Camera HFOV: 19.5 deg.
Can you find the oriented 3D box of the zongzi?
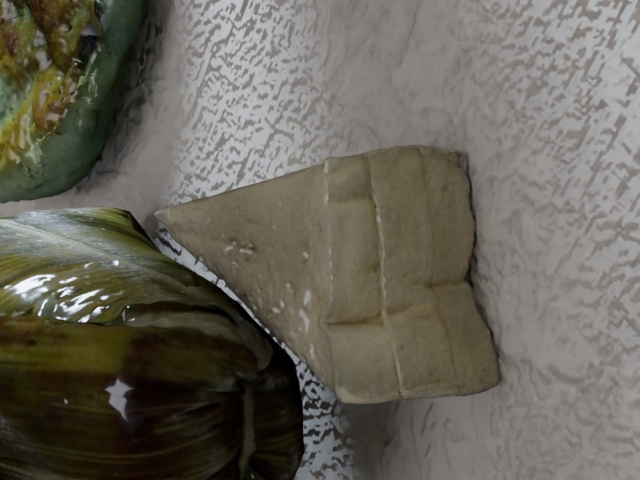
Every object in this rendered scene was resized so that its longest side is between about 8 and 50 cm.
[{"bbox_3d":[-0.176,0.064,0.840,0.286,0.288,0.134,-160,70,-66],"label":"zongzi"}]

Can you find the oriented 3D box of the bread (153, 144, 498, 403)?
[{"bbox_3d":[-0.002,0.021,0.800,0.152,0.077,0.105,-14,80,57],"label":"bread"}]

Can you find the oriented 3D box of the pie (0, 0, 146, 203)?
[{"bbox_3d":[-0.178,-0.165,1.053,0.302,0.067,0.302,7,99,54],"label":"pie"}]
